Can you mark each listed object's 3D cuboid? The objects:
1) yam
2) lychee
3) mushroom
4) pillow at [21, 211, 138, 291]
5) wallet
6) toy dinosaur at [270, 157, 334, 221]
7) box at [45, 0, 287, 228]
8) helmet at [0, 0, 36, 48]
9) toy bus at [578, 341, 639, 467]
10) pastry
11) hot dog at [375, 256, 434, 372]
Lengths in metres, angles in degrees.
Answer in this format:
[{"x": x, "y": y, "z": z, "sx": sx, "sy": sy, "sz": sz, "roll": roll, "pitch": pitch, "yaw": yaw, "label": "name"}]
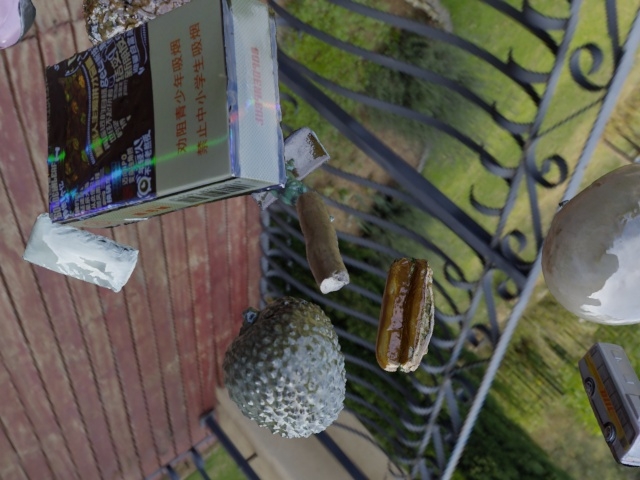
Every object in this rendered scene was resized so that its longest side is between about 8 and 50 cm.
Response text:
[{"x": 0.000, "y": 0.000, "z": 1.240, "sx": 0.056, "sy": 0.241, "sz": 0.057, "roll": -6, "pitch": 124, "yaw": -8, "label": "yam"}, {"x": -0.062, "y": 0.242, "z": 1.546, "sx": 0.255, "sy": 0.274, "sz": 0.255, "roll": -44, "pitch": 175, "yaw": -5, "label": "lychee"}, {"x": 0.613, "y": -0.008, "z": 1.621, "sx": 0.362, "sy": 0.295, "sz": 0.363, "roll": -10, "pitch": 128, "yaw": -13, "label": "mushroom"}, {"x": -0.507, "y": 0.029, "z": 1.697, "sx": 0.229, "sy": 0.051, "sz": 0.128, "roll": 23, "pitch": 116, "yaw": -24, "label": "pillow"}, {"x": -0.105, "y": -0.214, "z": 2.286, "sx": 0.255, "sy": 0.031, "sz": 0.137, "roll": -37, "pitch": 107, "yaw": -6, "label": "wallet"}, {"x": -0.062, "y": -0.125, "z": 1.960, "sx": 0.120, "sy": 0.292, "sz": 0.079, "roll": -22, "pitch": 145, "yaw": -56, "label": "toy dinosaur"}, {"x": -0.183, "y": -0.132, "z": 0.891, "sx": 0.310, "sy": 0.198, "sz": 0.084, "roll": -9, "pitch": 172, "yaw": 37, "label": "box"}, {"x": -0.624, "y": -0.448, "z": 1.419, "sx": 0.253, "sy": 0.198, "sz": 0.154, "roll": 80, "pitch": 28, "yaw": -53, "label": "helmet"}, {"x": 0.409, "y": 0.221, "z": 1.092, "sx": 0.057, "sy": 0.172, "sz": 0.072, "roll": 10, "pitch": 128, "yaw": -15, "label": "toy bus"}, {"x": -0.395, "y": -0.503, "z": 1.778, "sx": 0.274, "sy": 0.193, "sz": 0.275, "roll": -13, "pitch": 135, "yaw": -13, "label": "pastry"}, {"x": 0.184, "y": 0.153, "z": 1.686, "sx": 0.072, "sy": 0.115, "sz": 0.269, "roll": 54, "pitch": 44, "yaw": -50, "label": "hot dog"}]
